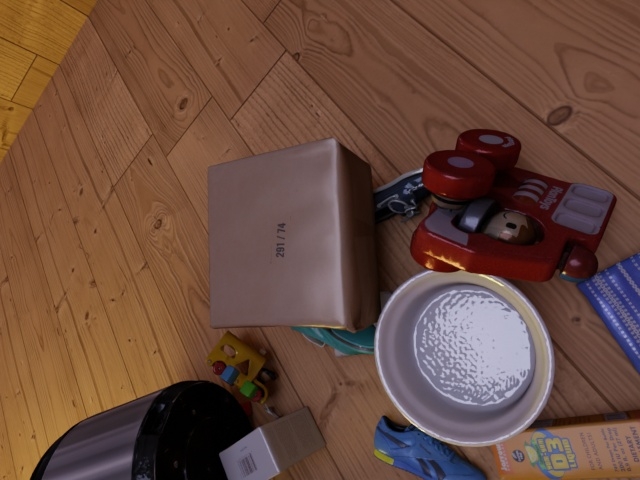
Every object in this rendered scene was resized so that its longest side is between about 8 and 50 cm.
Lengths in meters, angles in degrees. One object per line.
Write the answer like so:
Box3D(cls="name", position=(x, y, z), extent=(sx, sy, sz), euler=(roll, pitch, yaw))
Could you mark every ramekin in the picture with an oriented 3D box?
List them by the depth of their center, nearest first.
Box3D(cls="ramekin", position=(0.245, 0.185, 0.703), extent=(0.276, 0.135, 0.278), euler=(-5, 80, 32))

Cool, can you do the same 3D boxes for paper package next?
Box3D(cls="paper package", position=(-0.055, 0.004, 0.792), extent=(0.309, 0.168, 0.326), euler=(-6, 83, 27))

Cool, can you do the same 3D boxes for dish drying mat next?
Box3D(cls="dish drying mat", position=(-0.201, 0.421, 1.015), extent=(0.083, 0.008, 0.032), euler=(-26, 69, 27))

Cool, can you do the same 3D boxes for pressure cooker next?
Box3D(cls="pressure cooker", position=(-0.382, 0.526, 0.878), extent=(0.419, 0.370, 0.376), euler=(-23, 38, 15))

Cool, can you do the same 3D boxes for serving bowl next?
Box3D(cls="serving bowl", position=(0.138, 0.144, 0.831), extent=(0.083, 0.027, 0.084), euler=(-5, 84, 52))

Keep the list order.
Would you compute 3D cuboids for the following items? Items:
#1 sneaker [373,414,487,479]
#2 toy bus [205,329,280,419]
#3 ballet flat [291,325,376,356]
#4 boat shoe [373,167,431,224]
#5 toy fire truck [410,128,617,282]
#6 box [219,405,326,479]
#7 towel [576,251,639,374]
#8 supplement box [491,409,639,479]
Box3D(cls="sneaker", position=(0.194, 0.380, 0.743), extent=(0.209, 0.069, 0.082), euler=(7, 82, 32))
Box3D(cls="toy bus", position=(-0.169, 0.296, 0.954), extent=(0.190, 0.202, 0.104), euler=(16, 60, 39))
Box3D(cls="ballet flat", position=(0.028, 0.196, 0.878), extent=(0.247, 0.083, 0.087), euler=(21, 123, 33))
Box3D(cls="boat shoe", position=(0.155, -0.079, 0.824), extent=(0.254, 0.095, 0.079), euler=(-18, 72, 30))
Box3D(cls="toy fire truck", position=(0.292, -0.040, 0.627), extent=(0.253, 0.302, 0.170), euler=(24, 130, 30))
Box3D(cls="box", position=(-0.096, 0.432, 0.852), extent=(0.130, 0.170, 0.091), euler=(-40, 65, 20))
Box3D(cls="towel", position=(0.551, 0.084, 0.520), extent=(0.336, 0.040, 0.244), euler=(-46, 59, 42))
Box3D(cls="supplement box", position=(0.388, 0.316, 0.629), extent=(0.233, 0.080, 0.078), euler=(-22, 69, 29))
